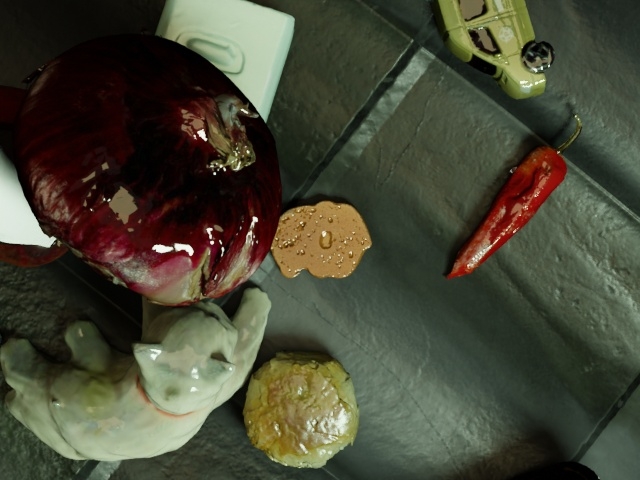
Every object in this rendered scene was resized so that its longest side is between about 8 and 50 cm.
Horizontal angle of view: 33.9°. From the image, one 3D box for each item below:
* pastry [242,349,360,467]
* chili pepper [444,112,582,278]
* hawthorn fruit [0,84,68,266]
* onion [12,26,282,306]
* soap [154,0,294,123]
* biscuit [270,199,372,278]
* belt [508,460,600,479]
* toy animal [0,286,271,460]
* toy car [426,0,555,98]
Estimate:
[{"bbox_3d":[-0.024,0.210,1.319,0.153,0.081,0.153,0,97,-2],"label":"pastry"},{"bbox_3d":[0.251,-0.050,1.338,0.059,0.050,0.268,40,91,-20],"label":"chili pepper"},{"bbox_3d":[-0.376,-0.081,1.230,0.249,0.215,0.215,19,92,31],"label":"hawthorn fruit"},{"bbox_3d":[-0.168,-0.086,1.101,0.314,0.314,0.232,48,131,-4],"label":"onion"},{"bbox_3d":[-0.143,-0.165,1.292,0.159,0.087,0.265,18,92,-4],"label":"soap"},{"bbox_3d":[0.000,0.000,1.341,0.130,0.019,0.102,-6,92,-2],"label":"biscuit"},{"bbox_3d":[0.239,0.403,1.295,0.289,0.184,0.164,-27,99,4],"label":"belt"},{"bbox_3d":[-0.239,0.161,1.263,0.308,0.188,0.266,18,100,-7],"label":"toy animal"},{"bbox_3d":[0.197,-0.292,1.299,0.124,0.101,0.257,-16,92,2],"label":"toy car"}]
